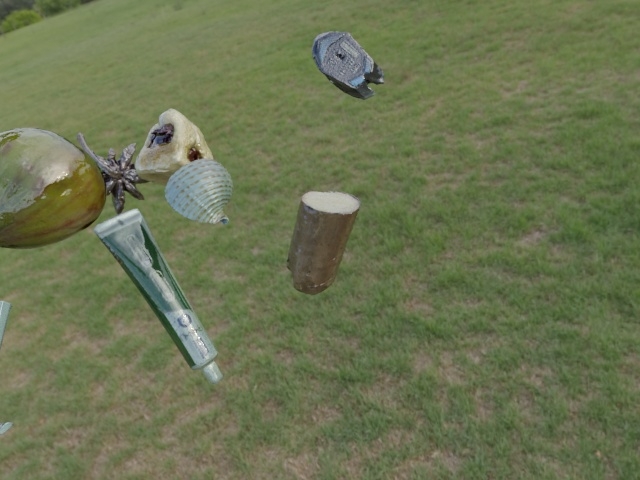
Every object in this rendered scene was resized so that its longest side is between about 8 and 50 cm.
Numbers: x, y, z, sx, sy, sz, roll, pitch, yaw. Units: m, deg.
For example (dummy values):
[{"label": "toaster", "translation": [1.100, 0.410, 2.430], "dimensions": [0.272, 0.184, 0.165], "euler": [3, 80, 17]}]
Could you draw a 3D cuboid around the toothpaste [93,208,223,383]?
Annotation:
[{"label": "toothpaste", "translation": [-0.307, 0.120, 1.094], "dimensions": [0.099, 0.392, 0.061], "euler": [-33, 2, -34]}]

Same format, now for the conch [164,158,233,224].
[{"label": "conch", "translation": [-0.231, -0.103, 1.059], "dimensions": [0.135, 0.102, 0.153], "euler": [-6, 30, -29]}]

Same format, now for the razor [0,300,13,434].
[{"label": "razor", "translation": [-0.697, 0.265, 1.153], "dimensions": [0.111, 0.056, 0.277], "euler": [-10, 71, 21]}]

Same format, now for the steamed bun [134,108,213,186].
[{"label": "steamed bun", "translation": [-0.321, -0.207, 1.219], "dimensions": [0.141, 0.155, 0.172], "euler": [-3, -6, 19]}]

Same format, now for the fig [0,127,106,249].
[{"label": "fig", "translation": [-0.347, -0.018, 0.602], "dimensions": [0.149, 0.149, 0.245], "euler": [0, 46, 29]}]

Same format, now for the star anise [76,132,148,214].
[{"label": "star anise", "translation": [-0.566, -0.185, 1.485], "dimensions": [0.089, 0.231, 0.209], "euler": [2, 70, 56]}]

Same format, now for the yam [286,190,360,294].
[{"label": "yam", "translation": [0.000, 0.001, 1.247], "dimensions": [0.129, 0.238, 0.128], "euler": [23, 37, 13]}]

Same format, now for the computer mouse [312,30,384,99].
[{"label": "computer mouse", "translation": [0.043, -0.290, 0.908], "dimensions": [0.079, 0.135, 0.047], "euler": [-55, 10, -1]}]
